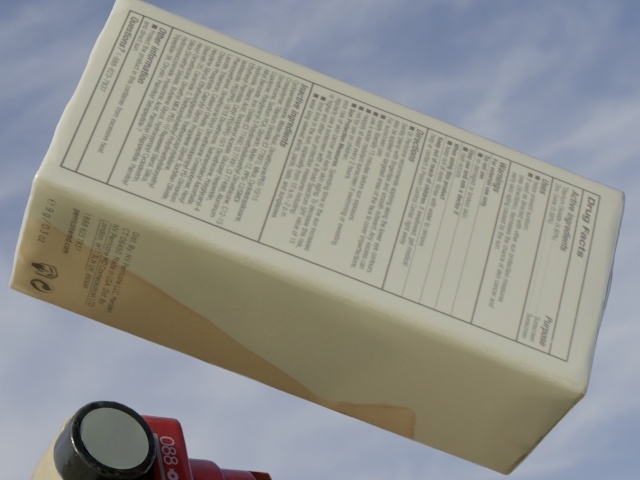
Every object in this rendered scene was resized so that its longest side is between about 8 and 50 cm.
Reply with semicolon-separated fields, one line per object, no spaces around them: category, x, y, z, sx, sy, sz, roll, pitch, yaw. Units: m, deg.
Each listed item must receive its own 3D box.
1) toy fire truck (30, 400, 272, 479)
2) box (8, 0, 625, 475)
toy fire truck;-0.058;0.229;0.993;0.246;0.217;0.158;9;-45;-30
box;0.000;0.000;0.915;0.311;0.148;0.121;22;-35;-4
